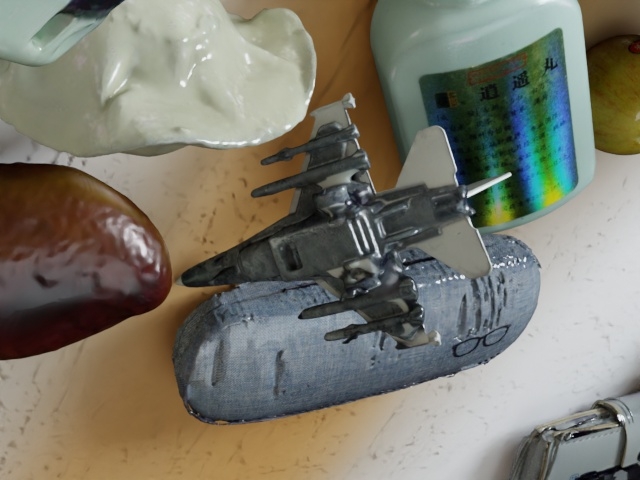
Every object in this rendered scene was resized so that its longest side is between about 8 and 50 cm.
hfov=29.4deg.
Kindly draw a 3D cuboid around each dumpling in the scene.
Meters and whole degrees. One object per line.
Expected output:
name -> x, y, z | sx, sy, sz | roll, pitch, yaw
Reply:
dumpling -> -0.089, -0.078, 0.618 | 0.169, 0.134, 0.100 | 12, 123, -34

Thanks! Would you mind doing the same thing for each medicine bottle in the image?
medicine bottle -> 0.097, -0.107, 0.737 | 0.121, 0.083, 0.229 | -19, 138, 1

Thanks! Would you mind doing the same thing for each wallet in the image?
wallet -> 0.279, 0.213, 1.143 | 0.231, 0.069, 0.170 | -10, 132, -30

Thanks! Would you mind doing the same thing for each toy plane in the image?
toy plane -> 0.000, 0.002, 0.735 | 0.234, 0.082, 0.160 | -18, 98, 18

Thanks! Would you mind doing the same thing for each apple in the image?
apple -> 0.208, -0.097, 0.820 | 0.084, 0.071, 0.084 | -16, 135, -17

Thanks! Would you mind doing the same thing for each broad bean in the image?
broad bean -> -0.170, 0.011, 0.687 | 0.165, 0.084, 0.114 | -12, 98, -21

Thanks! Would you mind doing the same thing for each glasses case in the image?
glasses case -> 0.031, 0.061, 0.865 | 0.282, 0.067, 0.109 | -12, 131, -23

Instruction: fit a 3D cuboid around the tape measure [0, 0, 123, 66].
tape measure -> -0.168, -0.194, 0.376 | 0.138, 0.262, 0.259 | -43, 137, 1
